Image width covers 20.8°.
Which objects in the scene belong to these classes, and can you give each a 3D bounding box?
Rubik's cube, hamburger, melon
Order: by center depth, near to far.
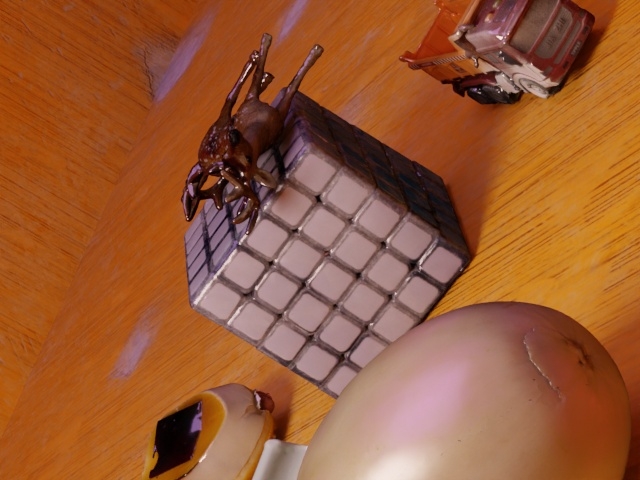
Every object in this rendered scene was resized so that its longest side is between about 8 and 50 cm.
[{"bbox_3d":[0.107,0.185,1.375,0.317,0.223,0.223,-47,20,31],"label":"melon"},{"bbox_3d":[0.000,0.000,1.977,0.238,0.237,0.237,-53,16,15],"label":"Rubik's cube"},{"bbox_3d":[-0.134,0.265,2.138,0.210,0.116,0.173,-37,35,43],"label":"hamburger"}]

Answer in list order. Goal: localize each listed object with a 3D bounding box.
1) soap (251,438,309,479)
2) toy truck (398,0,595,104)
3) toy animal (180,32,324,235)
[{"bbox_3d":[-0.024,0.320,1.501,0.087,0.160,0.265,-5,44,27],"label":"soap"},{"bbox_3d":[0.199,-0.232,1.987,0.114,0.135,0.270,-61,17,-9],"label":"toy truck"},{"bbox_3d":[-0.082,-0.103,1.897,0.260,0.087,0.243,-67,7,-20],"label":"toy animal"}]
